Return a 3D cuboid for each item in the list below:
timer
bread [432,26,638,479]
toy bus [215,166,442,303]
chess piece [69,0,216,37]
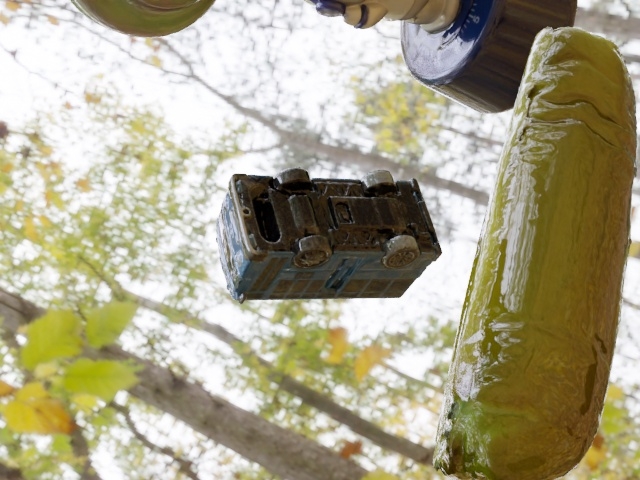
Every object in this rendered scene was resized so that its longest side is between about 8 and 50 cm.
[{"bbox_3d":[0.126,-0.342,1.481,0.384,0.270,0.270,11,-83,-30],"label":"timer"},{"bbox_3d":[0.175,0.011,0.823,0.166,0.112,0.383,92,-167,-58],"label":"bread"},{"bbox_3d":[0.000,0.000,1.210,0.234,0.116,0.133,1,-32,-27],"label":"toy bus"},{"bbox_3d":[-0.068,-0.197,0.701,0.139,0.272,0.139,-9,-74,-34],"label":"chess piece"}]
